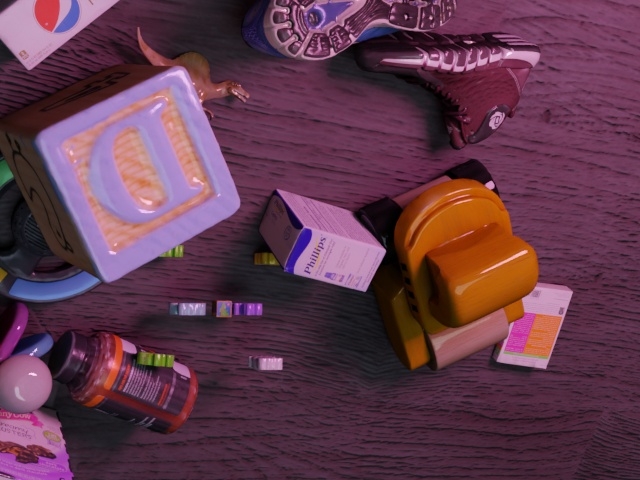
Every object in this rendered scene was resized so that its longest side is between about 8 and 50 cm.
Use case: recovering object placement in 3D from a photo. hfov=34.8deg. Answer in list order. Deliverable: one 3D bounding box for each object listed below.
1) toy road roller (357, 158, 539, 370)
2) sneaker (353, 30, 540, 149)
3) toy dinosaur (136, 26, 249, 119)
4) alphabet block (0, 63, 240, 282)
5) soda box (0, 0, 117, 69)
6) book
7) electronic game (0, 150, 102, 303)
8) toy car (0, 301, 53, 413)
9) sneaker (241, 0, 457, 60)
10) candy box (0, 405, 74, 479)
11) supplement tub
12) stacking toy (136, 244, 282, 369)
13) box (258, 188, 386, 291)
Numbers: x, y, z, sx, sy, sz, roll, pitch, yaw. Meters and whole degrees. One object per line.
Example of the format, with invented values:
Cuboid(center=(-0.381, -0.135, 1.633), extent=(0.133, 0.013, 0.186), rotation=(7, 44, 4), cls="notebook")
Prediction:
Cuboid(center=(0.205, 0.065, 1.480), extent=(0.203, 0.240, 0.329), rotation=(-23, 122, -10), cls="toy road roller")
Cuboid(center=(0.171, -0.200, 1.417), extent=(0.281, 0.106, 0.162), rotation=(-3, 119, -22), cls="sneaker")
Cuboid(center=(-0.181, -0.201, 1.307), extent=(0.183, 0.053, 0.092), rotation=(22, 89, -38), cls="toy dinosaur")
Cuboid(center=(-0.242, -0.088, 1.204), extent=(0.193, 0.197, 0.192), rotation=(-29, 112, -24), cls="alphabet block")
Cuboid(center=(-0.285, -0.299, 1.193), extent=(0.216, 0.069, 0.074), rotation=(-39, 123, -2), cls="soda box")
Cuboid(center=(0.353, 0.140, 1.708), extent=(0.096, 0.035, 0.144), rotation=(8, 111, -23), cls="book")
Cuboid(center=(-0.351, -0.022, 1.316), extent=(0.229, 0.048, 0.229), rotation=(-9, 118, -18), cls="electronic game")
Cuboid(center=(-0.425, 0.140, 1.317), extent=(0.182, 0.159, 0.136), rotation=(24, 77, -30), cls="toy car")
Cuboid(center=(0.038, -0.310, 1.300), extent=(0.330, 0.147, 0.129), rotation=(-22, 108, -33), cls="sneaker")
Cuboid(center=(-0.422, 0.281, 1.349), extent=(0.165, 0.196, 0.070), rotation=(25, 104, -31), cls="candy box")
Cuboid(center=(-0.276, 0.192, 1.421), extent=(0.198, 0.106, 0.106), rotation=(29, 101, -32), cls="supplement tub")
Cuboid(center=(-0.148, 0.094, 1.425), extent=(0.221, 0.052, 0.167), rotation=(4, 87, -24), cls="stacking toy")
Cuboid(center=(0.000, 0.000, 1.430), extent=(0.137, 0.126, 0.072), rotation=(16, 109, -28), cls="box")
